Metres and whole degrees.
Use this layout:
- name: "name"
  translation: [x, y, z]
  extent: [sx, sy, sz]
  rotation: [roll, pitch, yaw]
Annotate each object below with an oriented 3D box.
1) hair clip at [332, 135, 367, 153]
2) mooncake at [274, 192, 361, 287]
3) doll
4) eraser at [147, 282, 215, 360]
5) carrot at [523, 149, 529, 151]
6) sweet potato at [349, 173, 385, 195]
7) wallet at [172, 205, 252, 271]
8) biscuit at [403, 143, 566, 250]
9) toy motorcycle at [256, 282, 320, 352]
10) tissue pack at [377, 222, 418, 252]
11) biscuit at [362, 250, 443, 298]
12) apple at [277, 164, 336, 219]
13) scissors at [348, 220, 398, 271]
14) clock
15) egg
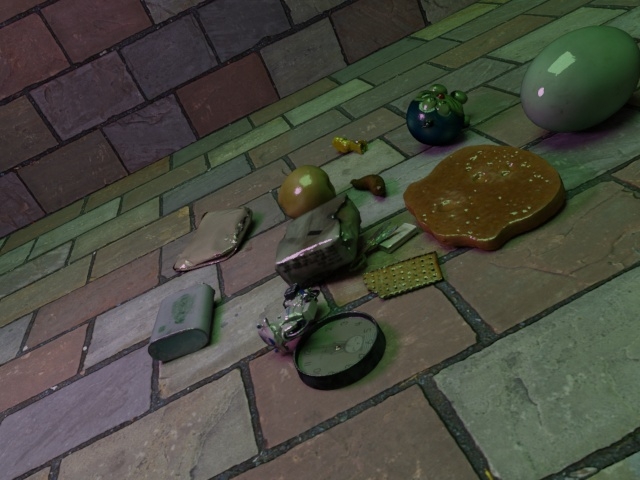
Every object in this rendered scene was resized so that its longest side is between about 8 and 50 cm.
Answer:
- name: "hair clip"
  translation: [0.111, -0.377, 2.337]
  extent: [0.173, 0.072, 0.046]
  rotation: [19, 47, 42]
- name: "mooncake"
  translation: [0.002, 0.004, 1.659]
  extent: [0.255, 0.136, 0.250]
  rotation: [-24, 27, 23]
- name: "doll"
  translation: [0.413, -0.435, 2.054]
  extent: [0.199, 0.186, 0.322]
  rotation: [24, 29, 19]
- name: "eraser"
  translation: [-0.390, 0.229, 1.673]
  extent: [0.174, 0.081, 0.227]
  rotation: [-22, 26, 6]
- name: "carrot"
  translation: [0.497, -0.211, 1.706]
  extent: [0.225, 0.067, 0.067]
  rotation: [-11, 31, 24]
- name: "sweet potato"
  translation: [0.168, -0.191, 1.965]
  extent: [0.069, 0.059, 0.249]
  rotation: [-43, 25, -6]
- name: "wallet"
  translation: [-0.378, -0.014, 2.120]
  extent: [0.275, 0.068, 0.335]
  rotation: [-14, 36, 31]
- name: "biscuit"
  translation: [0.431, -0.119, 1.561]
  extent: [0.365, 0.062, 0.385]
  rotation: [-35, 38, -9]
- name: "toy motorcycle"
  translation: [-0.075, 0.189, 1.436]
  extent: [0.150, 0.102, 0.221]
  rotation: [-28, 15, 21]
- name: "tissue pack"
  translation: [0.215, -0.008, 1.629]
  extent: [0.108, 0.023, 0.056]
  rotation: [-35, 27, -16]
- name: "biscuit"
  translation: [0.204, 0.091, 1.472]
  extent: [0.203, 0.016, 0.144]
  rotation: [-20, 27, 11]
- name: "apple"
  translation: [-0.039, -0.150, 1.933]
  extent: [0.200, 0.200, 0.200]
  rotation: [-20, 27, 11]
- name: "scissors"
  translation: [0.135, 0.012, 1.637]
  extent: [0.187, 0.020, 0.133]
  rotation: [-40, 23, -3]
- name: "clock"
  translation: [0.039, 0.242, 1.321]
  extent: [0.215, 0.042, 0.215]
  rotation: [-21, 28, 11]
- name: "egg"
  translation: [0.755, -0.467, 1.702]
  extent: [0.389, 0.276, 0.276]
  rotation: [-35, 28, -18]
